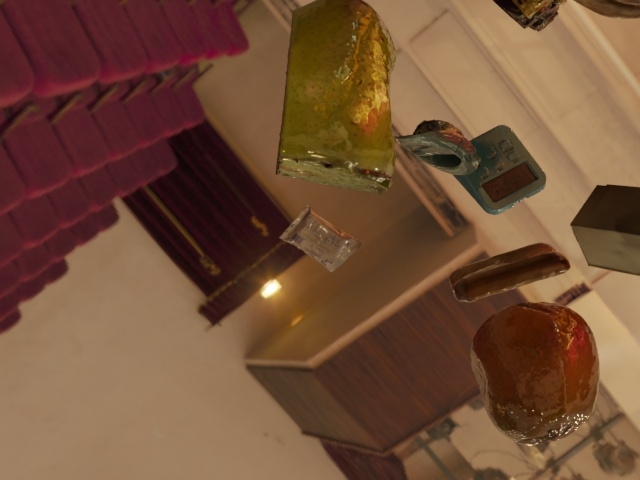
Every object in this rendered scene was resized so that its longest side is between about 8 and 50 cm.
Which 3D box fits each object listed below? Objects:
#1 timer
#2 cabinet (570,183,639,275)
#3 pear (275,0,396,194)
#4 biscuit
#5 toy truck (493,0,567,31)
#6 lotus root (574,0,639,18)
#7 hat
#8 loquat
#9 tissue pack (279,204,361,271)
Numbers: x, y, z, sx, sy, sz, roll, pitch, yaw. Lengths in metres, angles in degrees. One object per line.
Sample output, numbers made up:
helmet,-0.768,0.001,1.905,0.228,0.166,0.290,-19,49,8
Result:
timer,0.571,-0.225,2.412,0.232,0.250,0.091,-29,151,-11
cabinet,0.705,-0.023,1.690,0.206,0.145,0.150,13,-124,50
pear,0.024,-0.199,1.034,0.160,0.292,0.292,3,-174,-4
biscuit,0.473,0.077,1.926,0.291,0.062,0.237,-17,-173,9
toy truck,0.557,-0.661,1.879,0.254,0.180,0.405,-43,175,27
lotus root,0.446,-0.427,1.135,0.193,0.291,0.193,25,90,-86
hat,0.240,-0.201,1.523,0.138,0.191,0.077,7,-105,49
loquat,0.444,0.267,1.547,0.276,0.283,0.276,-8,157,-3
tissue pack,0.000,0.000,2.049,0.122,0.193,0.026,-49,-160,19
